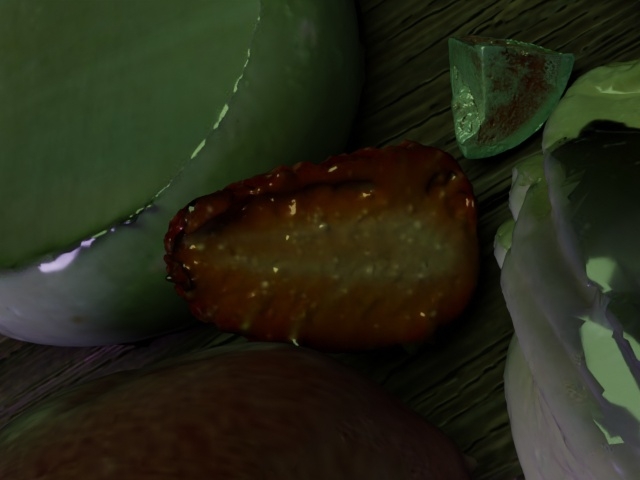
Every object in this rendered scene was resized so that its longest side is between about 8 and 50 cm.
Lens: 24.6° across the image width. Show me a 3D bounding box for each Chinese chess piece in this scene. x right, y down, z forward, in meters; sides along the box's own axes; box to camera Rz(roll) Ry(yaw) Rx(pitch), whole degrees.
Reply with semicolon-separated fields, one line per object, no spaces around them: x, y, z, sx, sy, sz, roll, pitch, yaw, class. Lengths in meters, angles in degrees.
-0.141;-0.104;0.935;0.349;0.146;0.349;-11;66;26;Chinese chess piece

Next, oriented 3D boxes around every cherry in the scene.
-0.066;0.166;0.734;0.307;0.261;0.221;-27;102;0;cherry

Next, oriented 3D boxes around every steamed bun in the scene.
0.206;0.019;0.662;0.275;0.206;0.320;-4;73;26;steamed bun

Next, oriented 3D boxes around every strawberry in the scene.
0.000;0.000;0.811;0.082;0.188;0.121;-157;72;-69;strawberry

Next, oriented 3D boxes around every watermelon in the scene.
0.098;-0.089;0.845;0.085;0.061;0.085;-12;58;20;watermelon
